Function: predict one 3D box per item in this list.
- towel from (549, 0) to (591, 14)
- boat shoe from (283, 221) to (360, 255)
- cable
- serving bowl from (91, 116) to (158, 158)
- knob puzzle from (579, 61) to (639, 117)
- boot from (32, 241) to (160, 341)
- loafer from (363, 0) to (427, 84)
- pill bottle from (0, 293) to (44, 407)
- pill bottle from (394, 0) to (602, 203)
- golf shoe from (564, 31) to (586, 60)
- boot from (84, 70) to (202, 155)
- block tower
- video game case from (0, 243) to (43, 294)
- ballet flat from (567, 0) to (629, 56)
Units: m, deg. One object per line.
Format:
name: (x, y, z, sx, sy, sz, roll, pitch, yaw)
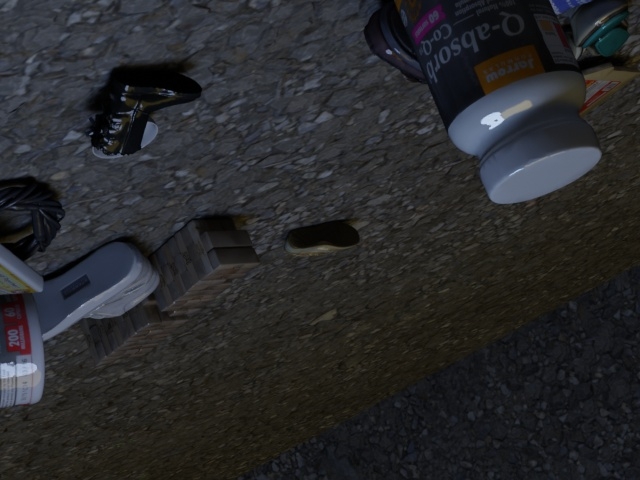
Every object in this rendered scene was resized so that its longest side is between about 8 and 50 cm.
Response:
towel: (0.330, -0.350, 1.634, 0.336, 0.040, 0.243, -21, 156, 24)
boat shoe: (0.000, 0.000, 2.322, 0.135, 0.050, 0.045, -2, 157, -28)
cable: (-0.399, -0.021, 1.769, 0.150, 0.047, 0.184, -32, 157, 8)
serving bowl: (-0.239, -0.131, 1.674, 0.083, 0.027, 0.083, -22, 162, -8)
knob puzzle: (0.381, -0.228, 2.180, 0.213, 0.030, 0.213, -22, 163, -7)
boot: (-0.358, 0.099, 2.058, 0.258, 0.095, 0.123, -27, 155, 6)
loafer: (0.134, -0.234, 1.733, 0.095, 0.109, 0.302, -23, 171, 33)
pill bottle: (-0.525, 0.157, 1.874, 0.283, 0.161, 0.161, -5, 156, -20)
pill bottle: (0.198, -0.192, 1.543, 0.162, 0.278, 0.162, -18, 162, -6)
golf shoe: (0.319, -0.233, 2.026, 0.086, 0.067, 0.186, -11, 158, -38)
boot: (-0.205, -0.145, 1.607, 0.121, 0.045, 0.099, -2, 131, -36)
block tower: (-0.240, 0.080, 2.168, 0.335, 0.091, 0.097, -37, 158, 35)
video game case: (-0.479, 0.033, 1.730, 0.206, 0.026, 0.227, -4, 163, 7)
ballet flat: (0.362, -0.296, 1.852, 0.086, 0.086, 0.248, -27, 173, 10)
